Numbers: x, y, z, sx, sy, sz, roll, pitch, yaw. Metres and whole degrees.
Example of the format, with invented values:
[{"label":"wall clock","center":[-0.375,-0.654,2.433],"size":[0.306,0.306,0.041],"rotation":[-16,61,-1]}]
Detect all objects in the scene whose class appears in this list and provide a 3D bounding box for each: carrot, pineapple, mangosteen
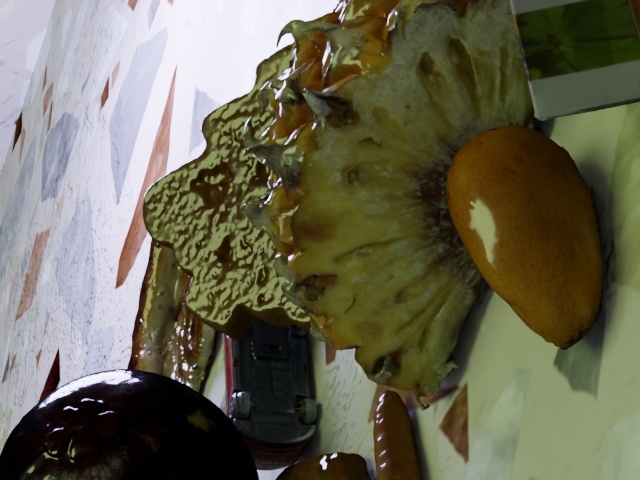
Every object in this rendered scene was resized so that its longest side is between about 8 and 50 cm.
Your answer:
[{"label":"carrot","center":[0.061,0.201,1.409],"size":[0.248,0.043,0.043],"rotation":[-95,26,-48]},{"label":"pineapple","center":[0.015,-0.086,1.466],"size":[0.286,0.209,0.344],"rotation":[-123,48,-65]},{"label":"mangosteen","center":[-0.157,0.235,1.631],"size":[0.228,0.228,0.265],"rotation":[-97,-8,-45]}]

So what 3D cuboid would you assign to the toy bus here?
[{"label":"toy bus","center":[-0.049,0.127,1.725],"size":[0.077,0.079,0.174],"rotation":[110,161,-46]}]

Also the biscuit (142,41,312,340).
[{"label":"biscuit","center":[-0.022,-0.055,1.692],"size":[0.278,0.043,0.301],"rotation":[35,99,41]}]

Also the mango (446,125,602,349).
[{"label":"mango","center":[0.135,-0.011,1.251],"size":[0.084,0.105,0.159],"rotation":[-42,44,17]}]

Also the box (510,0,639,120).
[{"label":"box","center":[0.140,-0.249,1.147],"size":[0.299,0.106,0.200],"rotation":[71,-169,-47]}]

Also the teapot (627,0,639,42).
[{"label":"teapot","center":[0.242,-0.119,0.989],"size":[0.178,0.135,0.252],"rotation":[72,173,-54]}]

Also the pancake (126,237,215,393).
[{"label":"pancake","center":[-0.167,0.094,2.108],"size":[0.257,0.056,0.212],"rotation":[-107,35,-57]}]

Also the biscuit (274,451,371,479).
[{"label":"biscuit","center":[-0.023,0.339,1.550],"size":[0.359,0.046,0.359],"rotation":[-166,90,-70]}]
